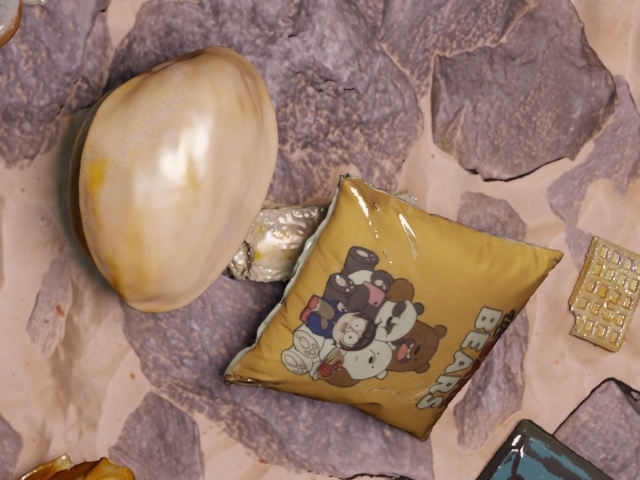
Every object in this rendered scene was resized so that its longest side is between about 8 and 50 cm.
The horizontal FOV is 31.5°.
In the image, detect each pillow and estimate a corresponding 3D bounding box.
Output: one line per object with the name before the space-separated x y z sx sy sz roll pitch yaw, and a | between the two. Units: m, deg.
pillow | 0.085 0.090 1.334 0.312 0.119 0.310 20 111 -27

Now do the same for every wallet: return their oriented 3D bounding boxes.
wallet | 0.257 0.371 1.460 0.168 0.052 0.245 36 88 -5

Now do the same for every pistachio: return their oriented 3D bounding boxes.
pistachio | -0.170 -0.076 1.287 0.230 0.230 0.309 16 95 -10

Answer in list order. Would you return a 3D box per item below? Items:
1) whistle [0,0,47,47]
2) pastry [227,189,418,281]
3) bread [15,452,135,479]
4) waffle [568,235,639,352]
whistle | -0.369 -0.291 1.330 0.220 0.057 0.107 -33 83 -12
pastry | 0.002 -0.006 1.386 0.258 0.089 0.121 2 84 -13
bread | -0.349 0.375 1.307 0.344 0.149 0.195 -21 106 -9
waffle | 0.373 0.072 1.482 0.092 0.021 0.135 23 87 -11
